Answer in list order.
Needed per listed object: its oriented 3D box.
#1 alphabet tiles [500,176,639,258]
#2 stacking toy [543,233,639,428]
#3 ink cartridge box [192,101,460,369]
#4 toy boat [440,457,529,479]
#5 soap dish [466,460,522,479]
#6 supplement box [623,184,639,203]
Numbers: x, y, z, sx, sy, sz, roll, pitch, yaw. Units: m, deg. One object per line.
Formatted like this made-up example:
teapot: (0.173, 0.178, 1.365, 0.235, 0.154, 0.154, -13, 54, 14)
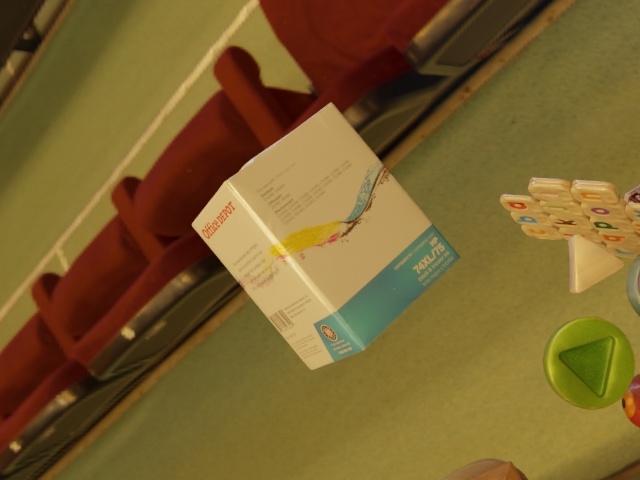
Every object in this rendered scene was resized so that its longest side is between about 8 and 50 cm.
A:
alphabet tiles: (0.457, -0.034, 1.464, 0.278, 0.284, 0.021, 5, 70, 35)
stacking toy: (0.461, 0.136, 1.313, 0.130, 0.280, 0.308, 142, 140, -81)
ink cartridge box: (0.000, 0.000, 1.175, 0.270, 0.197, 0.198, 50, 155, -1)
toy boat: (0.184, 0.463, 1.198, 0.148, 0.318, 0.267, 45, 163, 56)
soap dish: (0.172, 0.420, 0.937, 0.229, 0.118, 0.290, -31, 80, 18)
supplement box: (0.730, -0.035, 1.720, 0.239, 0.130, 0.073, 43, 154, 36)
